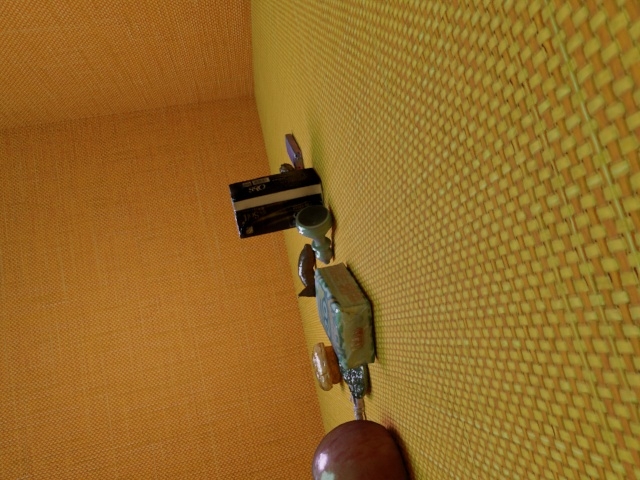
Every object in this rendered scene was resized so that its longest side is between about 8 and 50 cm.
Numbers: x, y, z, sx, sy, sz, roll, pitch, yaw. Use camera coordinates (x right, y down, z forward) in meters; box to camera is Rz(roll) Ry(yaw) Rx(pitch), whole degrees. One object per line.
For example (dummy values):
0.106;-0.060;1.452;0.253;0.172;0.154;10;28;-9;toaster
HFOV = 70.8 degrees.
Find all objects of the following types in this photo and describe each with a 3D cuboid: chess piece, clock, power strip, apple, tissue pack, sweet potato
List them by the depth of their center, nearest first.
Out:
0.114;0.715;1.367;0.345;0.269;0.345;168;90;-80;apple
0.076;0.241;1.494;0.311;0.127;0.228;-125;25;-65;tissue pack
0.004;0.181;1.699;0.314;0.066;0.072;-19;-83;-61;sweet potato
0.000;0.000;1.750;0.272;0.139;0.139;71;179;-46;chess piece
0.150;0.666;1.803;0.087;0.041;0.129;-170;75;-76;clock
-0.184;-0.160;1.836;0.210;0.369;0.198;-115;15;-57;tissue pack
-0.132;-0.434;2.228;0.279;0.037;0.109;-114;15;-53;power strip
-0.068;0.138;2.346;0.124;0.098;0.310;28;130;51;sweet potato

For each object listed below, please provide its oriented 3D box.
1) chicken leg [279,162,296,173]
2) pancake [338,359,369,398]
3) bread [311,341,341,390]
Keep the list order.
-0.126;-0.296;2.119;0.198;0.069;0.085;44;164;25;chicken leg
0.119;0.471;1.684;0.253;0.037;0.254;170;90;-72;pancake
0.026;0.634;2.274;0.198;0.120;0.236;95;161;-63;bread
